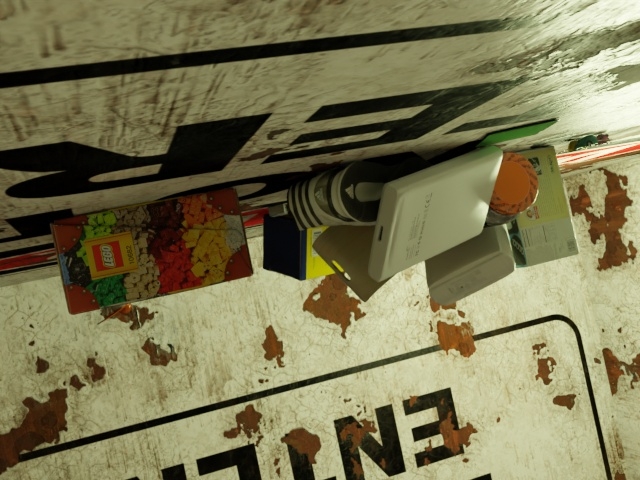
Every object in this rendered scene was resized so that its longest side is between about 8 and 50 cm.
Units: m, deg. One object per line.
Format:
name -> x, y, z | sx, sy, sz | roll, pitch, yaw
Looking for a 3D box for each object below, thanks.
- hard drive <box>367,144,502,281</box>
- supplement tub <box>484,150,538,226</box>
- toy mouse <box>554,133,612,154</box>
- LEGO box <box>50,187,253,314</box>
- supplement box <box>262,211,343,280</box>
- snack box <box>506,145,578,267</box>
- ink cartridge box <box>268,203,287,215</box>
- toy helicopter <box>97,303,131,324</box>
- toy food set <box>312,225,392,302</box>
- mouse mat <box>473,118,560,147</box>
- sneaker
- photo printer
hard drive -> 0.257, -0.065, 1.574 | 0.353, 0.233, 0.047 | -22, -137, -36
supplement tub -> 0.416, -0.127, 1.868 | 0.194, 0.193, 0.316 | -11, 179, -20
toy mouse -> 0.759, -0.278, 1.981 | 0.161, 0.031, 0.143 | -12, 179, -20
LEGO box -> -0.374, 0.033, 1.645 | 0.373, 0.193, 0.500 | -12, 179, -11
supplement box -> 0.000, 0.000, 2.427 | 0.357, 0.195, 0.194 | -10, -163, -42
snack box -> 0.608, -0.097, 2.013 | 0.187, 0.321, 0.060 | -11, 178, -22
ink cartridge box -> -0.128, -0.089, 2.138 | 0.048, 0.028, 0.083 | -12, 178, 4
toy helicopter -> -0.542, 0.099, 2.024 | 0.355, 0.234, 0.140 | -12, 178, -17
toy food set -> 0.161, -0.001, 1.982 | 0.306, 0.219, 0.092 | -40, 168, -16
mouse mat -> 0.422, -0.232, 1.544 | 0.153, 0.007, 0.190 | -12, 180, 1
sneaker -> 0.096, -0.103, 1.652 | 0.258, 0.169, 0.448 | -2, 177, 40
photo printer -> 0.420, 0.019, 2.059 | 0.256, 0.107, 0.307 | -30, -151, 24
